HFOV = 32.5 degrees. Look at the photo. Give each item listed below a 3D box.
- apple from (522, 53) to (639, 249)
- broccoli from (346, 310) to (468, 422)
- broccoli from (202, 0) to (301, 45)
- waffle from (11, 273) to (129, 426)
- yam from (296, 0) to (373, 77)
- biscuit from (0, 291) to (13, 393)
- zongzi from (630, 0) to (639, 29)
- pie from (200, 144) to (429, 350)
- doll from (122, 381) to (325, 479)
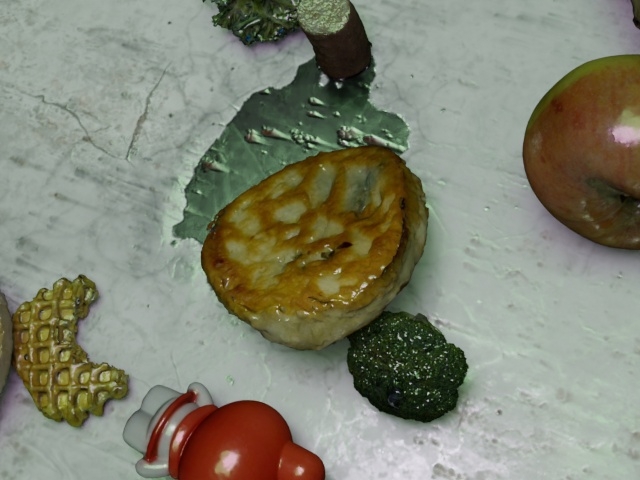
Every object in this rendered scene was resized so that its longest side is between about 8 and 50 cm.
[{"bbox_3d":[0.373,-0.104,1.294,0.260,0.261,0.194,3,59,11],"label":"apple"},{"bbox_3d":[0.098,0.145,1.314,0.162,0.146,0.138,22,36,4],"label":"broccoli"},{"bbox_3d":[-0.088,-0.348,1.508,0.154,0.160,0.167,-41,87,-6],"label":"broccoli"},{"bbox_3d":[-0.329,0.143,1.433,0.149,0.051,0.194,-36,68,-2],"label":"waffle"},{"bbox_3d":[0.020,-0.278,1.481,0.084,0.127,0.084,-4,72,12],"label":"yam"},{"bbox_3d":[-0.473,0.139,1.418,0.179,0.084,0.281,-14,69,26],"label":"biscuit"},{"bbox_3d":[0.557,-0.497,1.473,0.466,0.218,0.500,-4,55,-18],"label":"zongzi"},{"bbox_3d":[0.000,0.000,1.358,0.315,0.092,0.315,-19,40,17],"label":"pie"},{"bbox_3d":[-0.100,0.266,1.301,0.290,0.130,0.161,23,61,24],"label":"doll"}]
